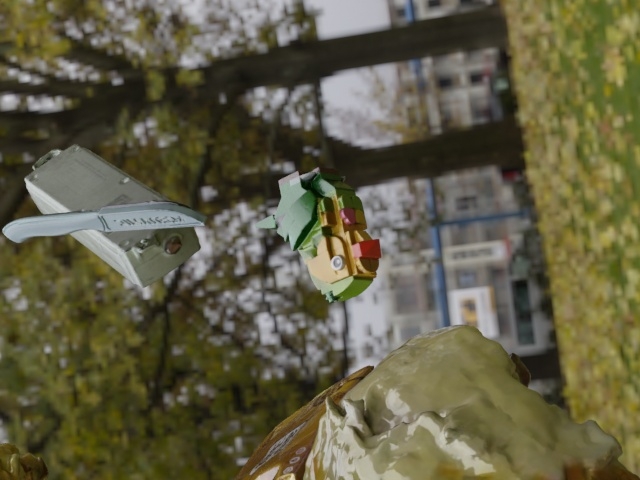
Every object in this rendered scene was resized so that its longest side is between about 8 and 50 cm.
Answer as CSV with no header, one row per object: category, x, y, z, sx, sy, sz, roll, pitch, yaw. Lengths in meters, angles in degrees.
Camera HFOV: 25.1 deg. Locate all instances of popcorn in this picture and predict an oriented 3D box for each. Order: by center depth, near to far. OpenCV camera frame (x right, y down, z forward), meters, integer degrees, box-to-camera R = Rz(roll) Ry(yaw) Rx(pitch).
popcorn,-0.193,0.148,0.819,0.057,0.083,0.082,52,175,28

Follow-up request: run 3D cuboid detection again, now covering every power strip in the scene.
power strip,-0.209,-0.029,1.410,0.272,0.078,0.052,29,149,52

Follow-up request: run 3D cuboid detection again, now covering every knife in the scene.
knife,-0.189,-0.016,1.235,0.028,0.210,0.015,64,-145,-32

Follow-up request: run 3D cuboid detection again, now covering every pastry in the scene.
pastry,0.077,0.200,0.867,0.237,0.170,0.256,40,131,41

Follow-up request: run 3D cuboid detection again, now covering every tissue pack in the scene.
tissue pack,-0.018,0.247,1.484,0.092,0.183,0.226,48,-145,-3

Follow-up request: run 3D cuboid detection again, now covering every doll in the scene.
doll,0.005,-0.006,1.840,0.106,0.134,0.186,8,-144,-47
